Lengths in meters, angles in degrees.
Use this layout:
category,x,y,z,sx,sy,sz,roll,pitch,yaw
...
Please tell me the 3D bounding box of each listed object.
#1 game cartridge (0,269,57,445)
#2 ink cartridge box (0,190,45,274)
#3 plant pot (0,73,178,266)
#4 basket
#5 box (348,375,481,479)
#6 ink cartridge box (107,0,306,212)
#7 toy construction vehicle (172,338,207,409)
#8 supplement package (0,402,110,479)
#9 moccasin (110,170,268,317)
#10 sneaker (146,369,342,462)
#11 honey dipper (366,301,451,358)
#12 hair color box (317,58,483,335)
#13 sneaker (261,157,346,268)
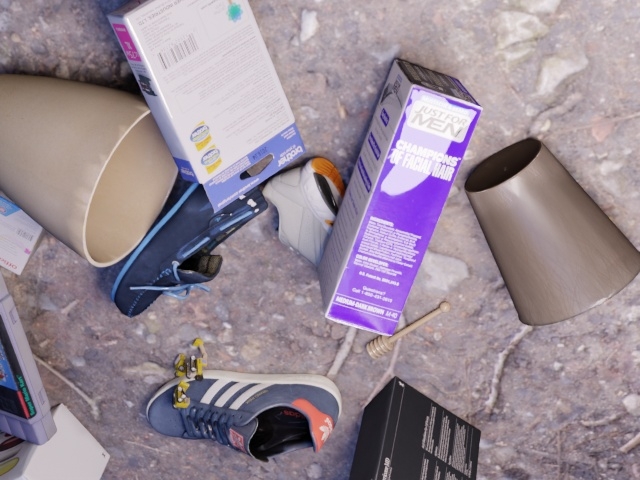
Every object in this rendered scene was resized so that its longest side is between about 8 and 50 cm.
category,x,y,z,sx,sy,sz,roll,pitch,yaw
game cartridge,-0.585,0.181,1.982,0.230,0.068,0.355,15,129,36
ink cartridge box,-0.488,-0.025,1.857,0.092,0.090,0.143,30,124,-8
plant pot,-0.381,-0.135,1.698,0.274,0.256,0.256,26,125,15
basket,0.319,-0.019,1.662,0.204,0.154,0.227,-26,110,24
box,0.151,0.372,1.875,0.184,0.261,0.103,36,122,-11
ink cartridge box,-0.151,-0.215,1.615,0.065,0.186,0.311,13,134,52
toy construction vehicle,-0.220,0.226,1.962,0.035,0.098,0.086,16,130,-23
supplement package,-0.528,0.437,2.098,0.203,0.194,0.149,-26,114,24
moccasin,-0.208,0.023,1.788,0.117,0.138,0.342,45,126,4
sneaker,-0.144,0.308,1.963,0.350,0.148,0.131,-8,120,17
honey dipper,0.143,0.141,1.870,0.161,0.030,0.030,-35,109,26
hair color box,0.101,-0.062,1.597,0.110,0.185,0.338,16,108,-9
sneaker,0.000,0.000,1.780,0.121,0.099,0.262,-13,111,27
